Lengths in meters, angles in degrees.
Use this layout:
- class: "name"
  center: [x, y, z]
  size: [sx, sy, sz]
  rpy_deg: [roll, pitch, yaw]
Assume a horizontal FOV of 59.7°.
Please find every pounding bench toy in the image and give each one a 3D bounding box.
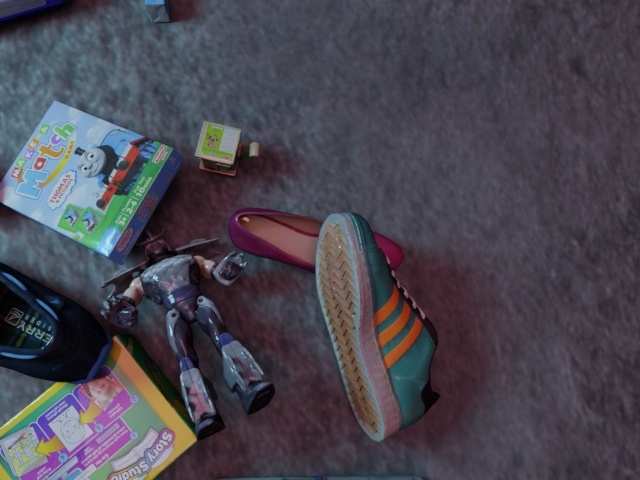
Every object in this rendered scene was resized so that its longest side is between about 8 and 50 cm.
- class: "pounding bench toy"
  center: [-0.125, -0.122, 0.779]
  size: [0.083, 0.065, 0.052]
  rpy_deg: [12, 78, -4]

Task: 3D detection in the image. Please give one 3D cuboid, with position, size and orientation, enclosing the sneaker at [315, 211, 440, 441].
- class: "sneaker"
  center: [0.080, 0.100, 0.727]
  size: [0.121, 0.108, 0.302]
  rpy_deg: [-18, 104, -27]

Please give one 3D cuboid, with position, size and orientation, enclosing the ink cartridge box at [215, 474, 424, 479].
- class: "ink cartridge box"
  center: [0.000, 0.401, 0.670]
  size: [0.278, 0.117, 0.201]
  rpy_deg: [1, 80, -5]

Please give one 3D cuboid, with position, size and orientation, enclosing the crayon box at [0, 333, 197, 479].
- class: "crayon box"
  center: [-0.302, 0.267, 0.681]
  size: [0.278, 0.081, 0.165]
  rpy_deg: [-39, 86, -12]

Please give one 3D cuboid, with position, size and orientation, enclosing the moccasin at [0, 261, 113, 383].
- class: "moccasin"
  center: [-0.406, 0.064, 0.657]
  size: [0.342, 0.117, 0.138]
  rpy_deg: [11, 68, 13]

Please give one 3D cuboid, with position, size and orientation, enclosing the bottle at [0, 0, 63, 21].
- class: "bottle"
  center: [-0.504, -0.352, 0.768]
  size: [0.282, 0.092, 0.118]
  rpy_deg: [-21, 83, -9]

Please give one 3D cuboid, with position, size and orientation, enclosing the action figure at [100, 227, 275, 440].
- class: "action figure"
  center: [-0.161, 0.091, 0.694]
  size: [0.185, 0.099, 0.285]
  rpy_deg: [-28, 65, -12]

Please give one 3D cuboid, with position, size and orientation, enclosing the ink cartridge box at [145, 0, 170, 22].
- class: "ink cartridge box"
  center: [-0.241, -0.372, 0.821]
  size: [0.028, 0.048, 0.083]
  rpy_deg: [-4, 81, -7]

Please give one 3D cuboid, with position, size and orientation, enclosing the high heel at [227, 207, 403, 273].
- class: "high heel"
  center: [0.000, 0.000, 0.743]
  size: [0.244, 0.117, 0.082]
  rpy_deg: [13, 78, -3]

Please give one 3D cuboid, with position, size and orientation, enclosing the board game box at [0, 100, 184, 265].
- class: "board game box"
  center: [-0.307, -0.081, 0.734]
  size: [0.211, 0.039, 0.160]
  rpy_deg: [23, 77, 20]
